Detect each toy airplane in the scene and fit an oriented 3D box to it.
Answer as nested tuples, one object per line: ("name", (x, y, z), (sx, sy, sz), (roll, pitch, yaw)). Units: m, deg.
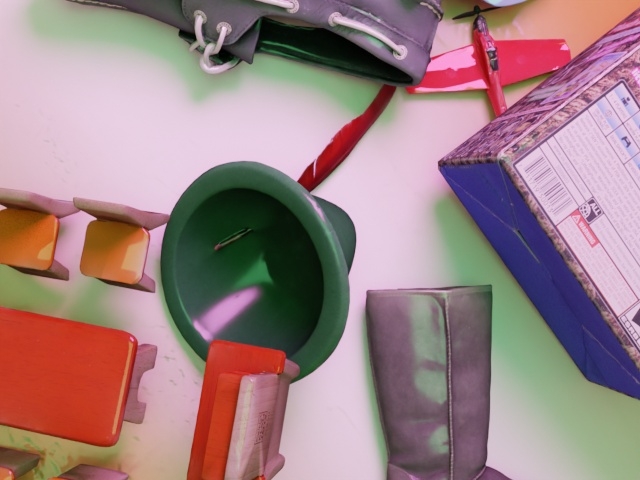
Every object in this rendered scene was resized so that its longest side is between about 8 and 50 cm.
("toy airplane", (0.144, -0.124, 0.884), (0.151, 0.028, 0.151), (0, 85, -6))

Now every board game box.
("board game box", (0.283, -0.055, 0.821), (0.291, 0.141, 0.232), (-37, 99, -8))

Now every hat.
("hat", (0.000, 0.000, 0.860), (0.173, 0.183, 0.208), (53, 125, 10))

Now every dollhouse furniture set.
("dollhouse furniture set", (-0.155, 0.102, 0.745), (0.259, 0.135, 0.262), (8, 87, 13))

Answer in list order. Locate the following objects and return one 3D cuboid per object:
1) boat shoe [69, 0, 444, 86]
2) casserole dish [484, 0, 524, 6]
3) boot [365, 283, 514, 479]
("boat shoe", (-0.062, -0.180, 0.822), (0.320, 0.116, 0.099), (5, 84, -8))
("casserole dish", (0.133, -0.283, 0.891), (0.114, 0.037, 0.188), (-15, 87, -7))
("boot", (0.127, 0.139, 0.848), (0.190, 0.076, 0.208), (3, 78, -8))
